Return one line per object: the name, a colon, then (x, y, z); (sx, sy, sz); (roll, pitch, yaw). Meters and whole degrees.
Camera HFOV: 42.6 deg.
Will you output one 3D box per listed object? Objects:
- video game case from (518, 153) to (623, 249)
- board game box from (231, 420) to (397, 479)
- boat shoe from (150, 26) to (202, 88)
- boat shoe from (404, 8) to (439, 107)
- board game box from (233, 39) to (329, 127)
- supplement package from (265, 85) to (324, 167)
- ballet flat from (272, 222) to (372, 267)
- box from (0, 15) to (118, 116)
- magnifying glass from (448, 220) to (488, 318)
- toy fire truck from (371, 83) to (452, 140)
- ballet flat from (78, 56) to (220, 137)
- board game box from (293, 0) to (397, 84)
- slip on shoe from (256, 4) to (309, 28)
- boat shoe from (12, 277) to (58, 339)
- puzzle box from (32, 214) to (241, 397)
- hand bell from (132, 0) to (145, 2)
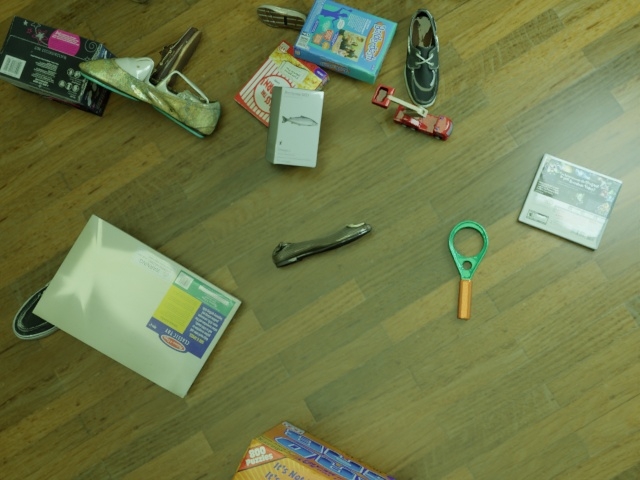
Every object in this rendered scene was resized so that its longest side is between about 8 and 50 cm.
video game case: (0.581, -0.091, 1.911); (0.190, 0.022, 0.173); (22, 87, 10)
board game box: (-0.031, 0.637, 1.728); (0.356, 0.356, 0.356); (26, 87, 9)
boat shoe: (-0.375, -0.451, 2.051); (0.073, 0.073, 0.207); (33, 88, 4)
boat shoe: (0.243, -0.438, 1.970); (0.084, 0.079, 0.233); (0, 84, 6)
board game box: (-0.095, -0.373, 2.020); (0.147, 0.045, 0.193); (39, 89, 10)
supplement package: (-0.063, -0.269, 1.937); (0.105, 0.105, 0.179); (4, 100, -15)
ballet flat: (0.000, 0.000, 1.948); (0.250, 0.084, 0.058); (-20, 82, 10)
box: (-0.654, -0.431, 2.051); (0.247, 0.142, 0.163); (19, 87, 10)
magnifying glass: (0.343, 0.068, 1.922); (0.092, 0.026, 0.230); (4, 82, 7)
toy fire truck: (0.219, -0.299, 1.925); (0.192, 0.135, 0.047); (22, 86, 10)
ballet flat: (-0.398, -0.372, 1.968); (0.349, 0.123, 0.123); (27, 87, -19)
board game box: (0.060, -0.487, 1.990); (0.210, 0.047, 0.160); (21, 72, 6)
slip on shoe: (-0.092, -0.563, 2.048); (0.135, 0.051, 0.041); (14, 45, 17)
boat shoe: (-0.632, 0.140, 1.996); (0.301, 0.102, 0.108); (-32, 80, 2)
puzzle box: (-0.428, 0.157, 1.940); (0.409, 0.052, 0.272); (32, 87, -6)
hand bell: (-0.439, -0.743, 2.094); (0.126, 0.126, 0.242); (27, 76, 10)
